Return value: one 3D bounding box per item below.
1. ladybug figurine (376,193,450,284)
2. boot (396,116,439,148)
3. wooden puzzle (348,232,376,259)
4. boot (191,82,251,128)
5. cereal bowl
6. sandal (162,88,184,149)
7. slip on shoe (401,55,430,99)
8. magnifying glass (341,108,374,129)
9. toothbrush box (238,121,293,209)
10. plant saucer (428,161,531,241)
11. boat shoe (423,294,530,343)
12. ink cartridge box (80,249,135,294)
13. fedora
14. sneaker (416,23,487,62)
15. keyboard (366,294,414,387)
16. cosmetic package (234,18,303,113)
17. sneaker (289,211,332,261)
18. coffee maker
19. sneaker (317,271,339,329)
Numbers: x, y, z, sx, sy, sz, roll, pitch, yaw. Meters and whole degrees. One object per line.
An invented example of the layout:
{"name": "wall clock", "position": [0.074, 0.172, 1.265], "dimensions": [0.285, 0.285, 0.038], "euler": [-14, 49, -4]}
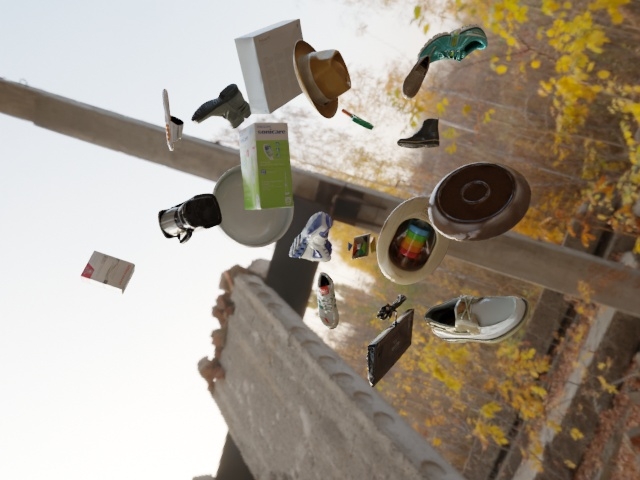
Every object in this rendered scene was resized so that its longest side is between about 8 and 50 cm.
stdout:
{"name": "ladybug figurine", "position": [0.432, -0.013, 2.352], "dimensions": [0.449, 0.305, 0.162], "euler": [-65, -7, 23]}
{"name": "boot", "position": [0.464, -0.509, 2.430], "dimensions": [0.077, 0.198, 0.136], "euler": [21, -107, -74]}
{"name": "wooden puzzle", "position": [0.112, 0.016, 1.437], "dimensions": [0.116, 0.014, 0.078], "euler": [-24, 50, 47]}
{"name": "boot", "position": [-0.400, -0.522, 2.147], "dimensions": [0.247, 0.083, 0.161], "euler": [-38, -46, -4]}
{"name": "cereal bowl", "position": [-0.285, -0.129, 2.076], "dimensions": [0.141, 0.339, 0.338], "euler": [-23, 43, 63]}
{"name": "sandal", "position": [-0.594, -0.487, 2.099], "dimensions": [0.101, 0.076, 0.265], "euler": [-115, 25, -46]}
{"name": "slip on shoe", "position": [0.274, -0.464, 1.461], "dimensions": [0.135, 0.052, 0.041], "euler": [-59, 7, -10]}
{"name": "magnifying glass", "position": [0.146, -0.506, 2.140], "dimensions": [0.026, 0.092, 0.231], "euler": [-65, 33, 20]}
{"name": "toothbrush box", "position": [-0.189, -0.248, 1.767], "dimensions": [0.206, 0.122, 0.282], "euler": [-172, 78, -67]}
{"name": "plant saucer", "position": [0.477, -0.134, 1.578], "dimensions": [0.050, 0.311, 0.310], "euler": [53, -129, -46]}
{"name": "boat shoe", "position": [0.389, 0.198, 1.321], "dimensions": [0.302, 0.103, 0.113], "euler": [-33, 30, 53]}
{"name": "ink cartridge box", "position": [-0.748, 0.115, 1.821], "dimensions": [0.063, 0.151, 0.109], "euler": [121, 167, -57]}
{"name": "fedora", "position": [0.016, -0.364, 1.133], "dimensions": [0.194, 0.079, 0.194], "euler": [41, -140, -47]}
{"name": "sneaker", "position": [0.497, -0.726, 1.942], "dimensions": [0.107, 0.276, 0.109], "euler": [64, -175, -66]}
{"name": "keyboard", "position": [0.191, 0.241, 1.370], "dimensions": [0.317, 0.033, 0.201], "euler": [-19, -65, -62]}
{"name": "cosmetic package", "position": [-0.175, -0.695, 2.042], "dimensions": [0.377, 0.098, 0.284], "euler": [-50, -41, -50]}
{"name": "sneaker", "position": [-0.001, 0.001, 2.459], "dimensions": [0.315, 0.182, 0.127], "euler": [-48, 28, 44]}
{"name": "coffee maker", "position": [-0.384, -0.083, 1.573], "dimensions": [0.171, 0.178, 0.120], "euler": [-49, -65, -38]}
{"name": "sneaker", "position": [0.014, 0.161, 1.409], "dimensions": [0.075, 0.057, 0.161], "euler": [66, -164, -60]}
